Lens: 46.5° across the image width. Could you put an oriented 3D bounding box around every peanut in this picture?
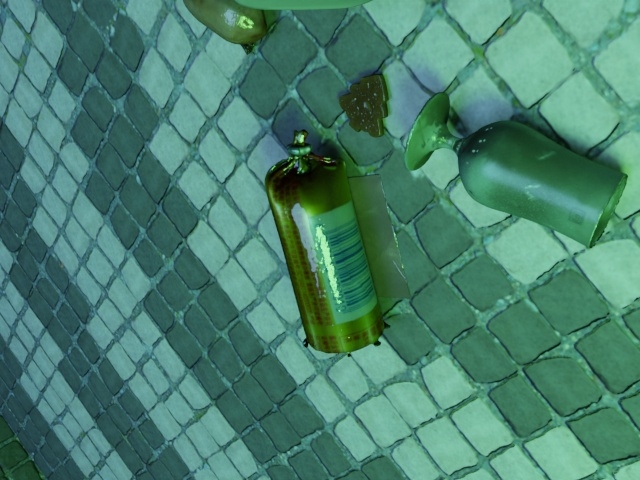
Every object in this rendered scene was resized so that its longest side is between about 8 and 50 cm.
[{"bbox_3d":[-0.136,-0.326,1.036,0.152,0.076,0.076,37,131,17],"label":"peanut"}]

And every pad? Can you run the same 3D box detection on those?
[{"bbox_3d":[0.063,-0.002,1.081,0.113,0.006,0.188,-2,110,41],"label":"pad"}]

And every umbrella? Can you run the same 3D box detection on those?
[{"bbox_3d":[-0.119,-0.297,1.077,0.083,0.020,0.031,46,173,13],"label":"umbrella"}]

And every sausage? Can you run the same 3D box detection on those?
[{"bbox_3d":[-0.002,0.000,1.053,0.125,0.117,0.317,-6,108,28],"label":"sausage"}]

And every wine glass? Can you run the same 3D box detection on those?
[{"bbox_3d":[0.217,-0.079,0.840,0.231,0.103,0.103,30,128,23],"label":"wine glass"}]

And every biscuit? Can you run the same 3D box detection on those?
[{"bbox_3d":[0.062,-0.182,0.981,0.082,0.016,0.092,44,133,22],"label":"biscuit"}]

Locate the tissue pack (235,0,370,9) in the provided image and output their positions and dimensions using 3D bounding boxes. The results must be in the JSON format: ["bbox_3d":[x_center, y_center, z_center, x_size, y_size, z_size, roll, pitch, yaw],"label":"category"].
[{"bbox_3d":[-0.003,-0.394,0.721,0.333,0.229,0.236,143,120,-75],"label":"tissue pack"}]
